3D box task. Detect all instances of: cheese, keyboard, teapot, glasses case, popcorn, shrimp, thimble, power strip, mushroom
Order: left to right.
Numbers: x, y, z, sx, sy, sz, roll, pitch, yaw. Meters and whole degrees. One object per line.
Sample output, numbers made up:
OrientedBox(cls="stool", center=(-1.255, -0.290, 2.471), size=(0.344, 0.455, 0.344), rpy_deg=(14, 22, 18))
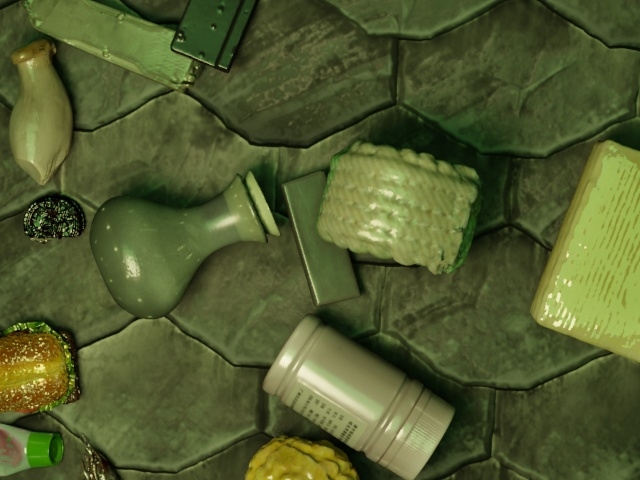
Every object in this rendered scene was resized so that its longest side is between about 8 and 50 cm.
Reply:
OrientedBox(cls="mushroom", center=(-0.412, -0.187, 1.648), size=(0.088, 0.097, 0.213), rpy_deg=(3, 98, 40))
OrientedBox(cls="shrimp", center=(-0.330, 0.362, 1.674), size=(0.065, 0.056, 0.165), rpy_deg=(-22, 86, 13))
OrientedBox(cls="power strip", center=(-0.304, -0.298, 1.655), size=(0.286, 0.048, 0.080), rpy_deg=(22, 88, 5))
OrientedBox(cls="teapot", center=(-0.191, -0.006, 1.598), size=(0.250, 0.183, 0.184), rpy_deg=(-24, 89, -3))
OrientedBox(cls="keyboard", center=(-0.114, -0.397, 1.622), size=(0.101, 0.018, 0.310), rpy_deg=(21, 86, 0))
OrientedBox(cls="popcorn", center=(-0.028, 0.357, 1.593), size=(0.180, 0.170, 0.180), rpy_deg=(0, 53, 0))
OrientedBox(cls="glasses case", center=(0.000, -0.002, 1.631), size=(0.072, 0.042, 0.191), rpy_deg=(-16, 90, 0))
OrientedBox(cls="thimble", center=(0.109, -0.046, 1.529), size=(0.219, 0.219, 0.150), rpy_deg=(16, 92, 6))
OrientedBox(cls="cheese", center=(0.443, 0.025, 1.539), size=(0.242, 0.124, 0.266), rpy_deg=(21, 95, 10))

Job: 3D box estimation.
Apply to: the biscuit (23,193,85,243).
OrientedBox(cls="biscuit", center=(-0.396, -0.027, 1.685), size=(0.089, 0.027, 0.087), rpy_deg=(38, 95, 4))

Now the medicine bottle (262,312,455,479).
OrientedBox(cls="medicine bottle", center=(0.053, 0.219, 1.586), size=(0.249, 0.133, 0.133), rpy_deg=(31, 95, 6))

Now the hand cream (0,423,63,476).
OrientedBox(cls="hand cream", center=(-0.527, 0.319, 1.706), size=(0.275, 0.050, 0.079), rpy_deg=(-3, 66, 12))

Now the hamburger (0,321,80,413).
OrientedBox(cls="hamburger", center=(-0.443, 0.190, 1.666), size=(0.165, 0.087, 0.137), rpy_deg=(-7, 90, 7))
